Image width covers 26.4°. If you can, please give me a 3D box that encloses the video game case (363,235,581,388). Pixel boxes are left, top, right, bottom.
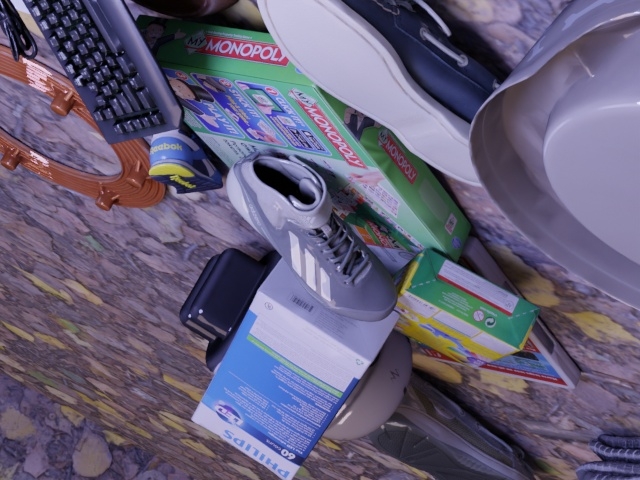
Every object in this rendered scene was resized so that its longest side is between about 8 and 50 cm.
[{"bbox_3d":[0.142,0.069,1.487,0.204,0.025,0.285,9,152,40],"label":"video game case"}]

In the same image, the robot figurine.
[{"bbox_3d":[-0.023,0.117,1.609,0.278,0.173,0.209,32,-158,-11],"label":"robot figurine"}]

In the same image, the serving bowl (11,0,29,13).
[{"bbox_3d":[-0.278,-0.244,1.254,0.083,0.027,0.083,24,160,9],"label":"serving bowl"}]

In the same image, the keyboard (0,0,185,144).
[{"bbox_3d":[-0.239,-0.217,1.106,0.201,0.033,0.317,-3,121,52],"label":"keyboard"}]

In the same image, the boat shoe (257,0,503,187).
[{"bbox_3d":[0.063,-0.136,1.017,0.254,0.079,0.095,34,157,-24],"label":"boat shoe"}]

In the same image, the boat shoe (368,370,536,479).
[{"bbox_3d":[0.191,0.277,1.848,0.320,0.103,0.118,33,141,-31],"label":"boat shoe"}]

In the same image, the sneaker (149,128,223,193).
[{"bbox_3d":[-0.140,-0.084,1.442,0.053,0.059,0.144,-10,167,10],"label":"sneaker"}]

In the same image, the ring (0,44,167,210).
[{"bbox_3d":[-0.334,-0.128,1.599,0.337,0.032,0.336,23,160,9],"label":"ring"}]

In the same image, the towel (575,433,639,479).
[{"bbox_3d":[0.442,0.316,1.575,0.235,0.121,0.284,25,165,-15],"label":"towel"}]

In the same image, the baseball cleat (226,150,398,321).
[{"bbox_3d":[0.000,0.000,1.238,0.206,0.072,0.109,39,160,-11],"label":"baseball cleat"}]

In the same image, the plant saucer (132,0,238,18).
[{"bbox_3d":[-0.142,-0.233,1.110,0.168,0.029,0.168,23,159,9],"label":"plant saucer"}]

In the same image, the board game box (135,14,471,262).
[{"bbox_3d":[-0.014,-0.087,1.243,0.213,0.046,0.317,13,160,33],"label":"board game box"}]

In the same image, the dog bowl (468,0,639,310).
[{"bbox_3d":[0.280,-0.048,0.925,0.349,0.102,0.349,24,160,9],"label":"dog bowl"}]

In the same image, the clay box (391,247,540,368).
[{"bbox_3d":[0.129,0.074,1.380,0.127,0.053,0.222,28,168,-2],"label":"clay box"}]

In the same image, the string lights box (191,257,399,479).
[{"bbox_3d":[-0.033,0.137,1.429,0.133,0.077,0.259,33,138,3],"label":"string lights box"}]
